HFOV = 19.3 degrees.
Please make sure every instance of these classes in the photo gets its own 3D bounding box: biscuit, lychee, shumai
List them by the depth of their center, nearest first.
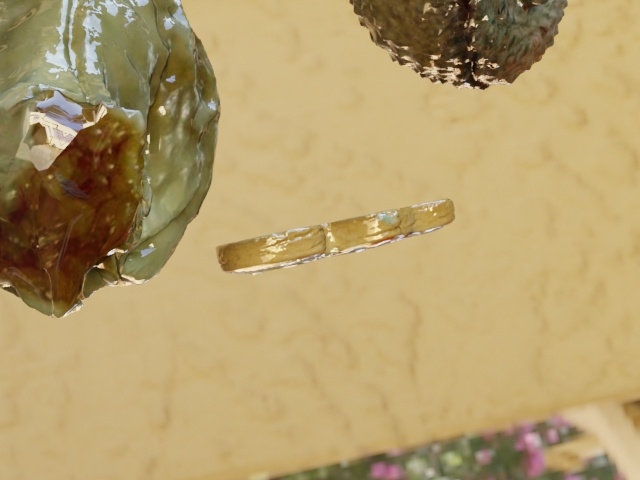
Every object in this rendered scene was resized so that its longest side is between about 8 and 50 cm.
[{"bbox_3d":[-0.182,-0.089,1.085,0.260,0.225,0.222,39,-4,7],"label":"shumai"},{"bbox_3d":[0.000,0.000,1.467,0.234,0.153,0.030,-13,89,-62],"label":"biscuit"},{"bbox_3d":[0.145,-0.289,2.064,0.274,0.255,0.255,9,-65,42],"label":"lychee"}]
